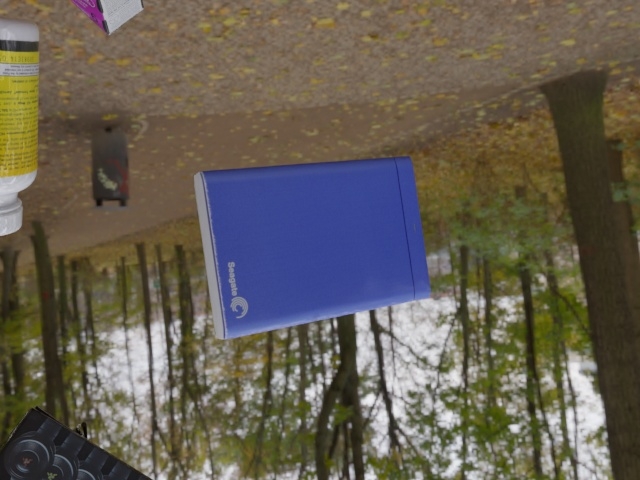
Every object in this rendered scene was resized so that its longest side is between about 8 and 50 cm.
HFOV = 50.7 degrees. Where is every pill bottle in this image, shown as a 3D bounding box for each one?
[{"bbox_3d":[-0.542,-0.183,1.055,0.188,0.333,0.188,7,-164,-2],"label":"pill bottle"}]

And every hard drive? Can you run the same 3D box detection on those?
[{"bbox_3d":[0.000,0.000,0.916,0.319,0.210,0.040,-8,180,-29],"label":"hard drive"}]

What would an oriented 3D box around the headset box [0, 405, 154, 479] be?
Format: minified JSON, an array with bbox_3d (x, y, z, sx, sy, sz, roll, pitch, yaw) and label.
[{"bbox_3d":[-0.266,0.283,0.549,0.131,0.283,0.246,37,150,-11],"label":"headset box"}]

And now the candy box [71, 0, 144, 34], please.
[{"bbox_3d":[-0.308,-0.382,0.826,0.071,0.159,0.233,-46,174,-17],"label":"candy box"}]
